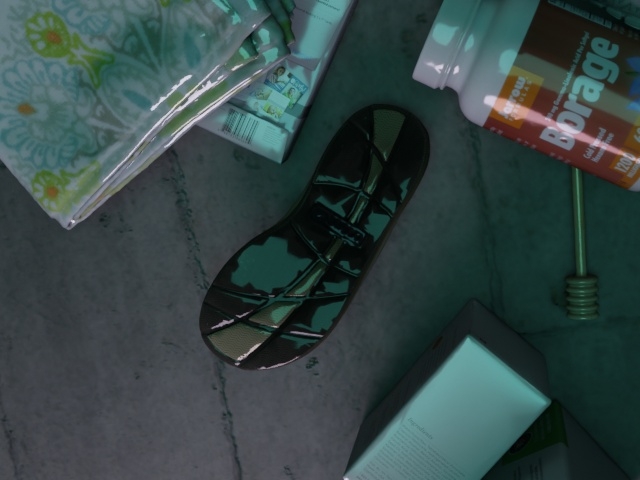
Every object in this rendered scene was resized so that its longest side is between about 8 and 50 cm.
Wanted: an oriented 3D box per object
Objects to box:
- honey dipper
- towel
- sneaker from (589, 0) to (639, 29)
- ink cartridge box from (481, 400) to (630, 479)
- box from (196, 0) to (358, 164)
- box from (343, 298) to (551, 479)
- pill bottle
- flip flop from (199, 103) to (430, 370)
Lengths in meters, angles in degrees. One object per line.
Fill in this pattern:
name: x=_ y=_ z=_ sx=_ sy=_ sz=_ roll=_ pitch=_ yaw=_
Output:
honey dipper: x=0.230 y=-0.010 z=1.030 sx=0.030 sy=0.030 sz=0.161 roll=-2 pitch=99 yaw=9
towel: x=-0.232 y=-0.227 z=0.975 sx=0.320 sy=0.090 sz=0.374 roll=-35 pitch=94 yaw=33
sneaker: x=0.224 y=-0.213 z=0.897 sx=0.228 sy=0.132 sz=0.086 roll=21 pitch=103 yaw=32
ink cartridge box: x=0.138 y=0.301 z=1.015 sx=0.289 sy=0.211 sz=0.121 roll=-42 pitch=94 yaw=15
box: x=-0.060 y=-0.182 z=1.033 sx=0.145 sy=0.038 sz=0.186 roll=25 pitch=105 yaw=2
box: x=0.113 y=0.155 z=1.029 sx=0.091 sy=0.130 sz=0.170 roll=40 pitch=105 yaw=0
pill bottle: x=0.192 y=-0.134 z=0.963 sx=0.216 sy=0.121 sz=0.121 roll=23 pitch=104 yaw=3
flip flop: x=0.000 y=0.000 z=1.048 sx=0.112 sy=0.080 sz=0.277 roll=34 pitch=89 yaw=5
